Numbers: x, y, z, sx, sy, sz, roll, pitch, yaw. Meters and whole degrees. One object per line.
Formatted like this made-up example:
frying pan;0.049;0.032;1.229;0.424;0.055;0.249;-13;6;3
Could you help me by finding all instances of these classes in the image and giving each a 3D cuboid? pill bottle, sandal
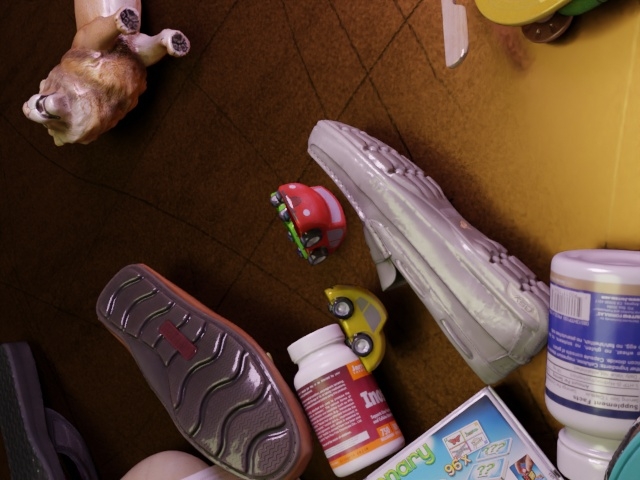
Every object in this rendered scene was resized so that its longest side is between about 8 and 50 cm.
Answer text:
pill bottle;0.024;0.174;0.871;0.086;0.086;0.152;-37;73;36
sandal;-0.422;0.346;1.250;0.167;0.107;0.446;-55;48;37
pill bottle;0.247;0.106;0.665;0.112;0.112;0.187;7;100;38

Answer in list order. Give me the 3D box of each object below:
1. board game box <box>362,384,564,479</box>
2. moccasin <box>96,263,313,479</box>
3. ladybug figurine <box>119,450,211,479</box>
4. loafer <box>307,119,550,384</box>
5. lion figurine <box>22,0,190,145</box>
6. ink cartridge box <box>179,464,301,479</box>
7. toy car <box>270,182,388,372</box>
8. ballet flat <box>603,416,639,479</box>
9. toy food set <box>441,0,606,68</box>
board game box;0.103;0.308;0.759;0.305;0.053;0.193;-38;68;6
moccasin;-0.137;0.166;0.964;0.380;0.147;0.139;27;77;41
ladybug figurine;-0.223;0.512;1.065;0.305;0.162;0.449;11;103;37
loafer;0.089;0.003;0.782;0.319;0.112;0.111;48;114;24
lion figurine;-0.289;-0.329;1.054;0.240;0.142;0.392;-8;76;47
ink cartridge box;-0.060;0.363;0.916;0.219;0.160;0.092;43;120;26
toy car;0.000;0.000;0.846;0.239;0.053;0.225;66;175;-33
ballet flat;0.287;0.250;0.601;0.164;0.182;0.483;45;135;40
toy food set;0.209;-0.237;0.691;0.218;0.071;0.128;-29;53;36
